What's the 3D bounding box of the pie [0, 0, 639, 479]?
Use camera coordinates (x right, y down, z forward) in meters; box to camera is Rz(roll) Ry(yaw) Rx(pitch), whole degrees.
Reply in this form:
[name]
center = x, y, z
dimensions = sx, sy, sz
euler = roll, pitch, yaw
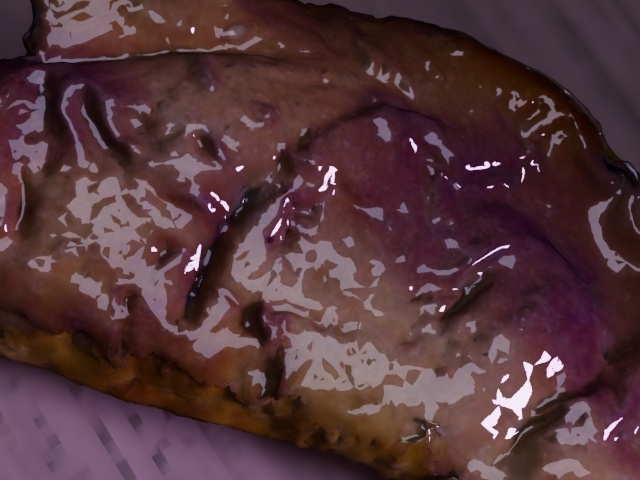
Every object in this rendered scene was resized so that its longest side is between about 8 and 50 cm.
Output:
[pie]
center = 0.000, 0.000, 0.328
dimensions = 0.170, 0.034, 0.092
euler = 16, 71, -1
